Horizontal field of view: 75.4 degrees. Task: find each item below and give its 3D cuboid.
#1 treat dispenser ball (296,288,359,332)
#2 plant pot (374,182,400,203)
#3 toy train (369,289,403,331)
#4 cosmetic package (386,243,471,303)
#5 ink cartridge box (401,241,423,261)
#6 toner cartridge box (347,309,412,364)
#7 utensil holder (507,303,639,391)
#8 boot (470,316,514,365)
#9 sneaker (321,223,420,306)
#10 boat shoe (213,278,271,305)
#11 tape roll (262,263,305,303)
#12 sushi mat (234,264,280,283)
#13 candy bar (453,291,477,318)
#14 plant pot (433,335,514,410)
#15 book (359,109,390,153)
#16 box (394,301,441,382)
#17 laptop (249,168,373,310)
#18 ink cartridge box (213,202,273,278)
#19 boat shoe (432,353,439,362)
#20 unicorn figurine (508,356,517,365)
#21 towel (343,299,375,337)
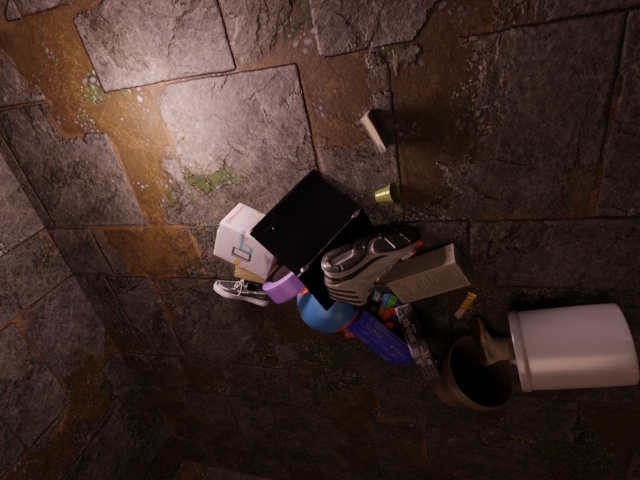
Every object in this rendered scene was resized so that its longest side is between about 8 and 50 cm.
[{"bbox_3d":[0.036,0.275,1.886,0.288,0.288,0.288,9,125,14],"label":"treat dispenser ball"},{"bbox_3d":[0.261,-0.180,1.641,0.079,0.083,0.083,-10,119,38],"label":"plant pot"},{"bbox_3d":[0.294,0.352,1.970,0.143,0.105,0.248,25,128,15],"label":"toy train"},{"bbox_3d":[0.453,0.146,1.746,0.310,0.113,0.160,-21,125,31],"label":"cosmetic package"},{"bbox_3d":[0.374,0.033,1.766,0.063,0.029,0.115,38,127,-8],"label":"ink cartridge box"},{"bbox_3d":[0.273,0.466,1.985,0.348,0.075,0.165,42,153,-15],"label":"toner cartridge box"},{"bbox_3d":[0.975,0.423,1.633,0.386,0.327,0.327,-10,118,23],"label":"utensil holder"},{"bbox_3d":[0.772,0.440,1.856,0.165,0.213,0.077,-5,164,-17],"label":"boot"},{"bbox_3d":[0.207,0.106,1.690,0.169,0.448,0.257,47,151,44],"label":"sneaker"},{"bbox_3d":[-0.396,0.247,2.133,0.306,0.113,0.104,18,120,4],"label":"boat shoe"},{"bbox_3d":[-0.129,0.161,1.875,0.275,0.275,0.090,-29,106,32],"label":"tape roll"},{"bbox_3d":[-0.275,0.163,2.067,0.317,0.019,0.151,15,125,1],"label":"sushi mat"},{"bbox_3d":[0.643,0.292,1.850,0.040,0.018,0.161,24,127,7],"label":"candy bar"},{"bbox_3d":[0.671,0.643,1.924,0.323,0.323,0.280,28,144,0],"label":"plant pot"},{"bbox_3d":[0.203,-0.397,1.500,0.035,0.096,0.144,-25,110,31],"label":"book"},{"bbox_3d":[0.433,0.455,1.832,0.077,0.242,0.307,-23,135,9],"label":"box"},{"bbox_3d":[0.000,0.000,1.716,0.236,0.382,0.408,30,162,47],"label":"laptop"},{"bbox_3d":[-0.309,-0.002,1.881,0.270,0.198,0.197,25,128,3],"label":"ink cartridge box"},{"bbox_3d":[0.513,0.575,2.064,0.153,0.056,0.048,22,123,-5],"label":"boat shoe"},{"bbox_3d":[0.909,0.558,1.906,0.162,0.060,0.111,-1,122,20],"label":"unicorn figurine"},{"bbox_3d":[0.176,0.385,2.071,0.199,0.031,0.274,-9,119,25],"label":"towel"}]
